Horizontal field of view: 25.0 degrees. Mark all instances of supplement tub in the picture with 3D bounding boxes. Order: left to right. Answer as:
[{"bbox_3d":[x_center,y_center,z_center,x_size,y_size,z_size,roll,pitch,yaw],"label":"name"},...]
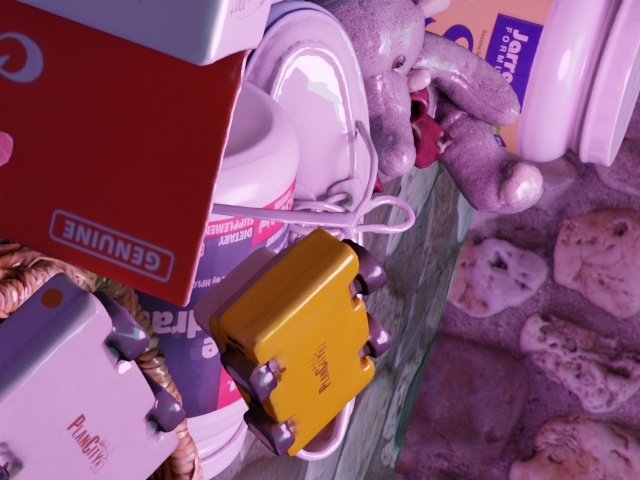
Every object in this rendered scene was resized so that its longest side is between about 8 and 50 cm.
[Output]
[{"bbox_3d":[-0.122,0.025,1.033,0.191,0.191,0.272,-51,154,-54],"label":"supplement tub"},{"bbox_3d":[0.189,-0.224,1.594,0.241,0.331,0.241,18,90,-75],"label":"supplement tub"}]

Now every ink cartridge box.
[{"bbox_3d":[-0.155,-0.119,0.572,0.060,0.275,0.239,-36,144,-68],"label":"ink cartridge box"}]

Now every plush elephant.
[{"bbox_3d":[0.047,-0.138,1.315,0.255,0.271,0.330,58,15,-84],"label":"plush elephant"}]

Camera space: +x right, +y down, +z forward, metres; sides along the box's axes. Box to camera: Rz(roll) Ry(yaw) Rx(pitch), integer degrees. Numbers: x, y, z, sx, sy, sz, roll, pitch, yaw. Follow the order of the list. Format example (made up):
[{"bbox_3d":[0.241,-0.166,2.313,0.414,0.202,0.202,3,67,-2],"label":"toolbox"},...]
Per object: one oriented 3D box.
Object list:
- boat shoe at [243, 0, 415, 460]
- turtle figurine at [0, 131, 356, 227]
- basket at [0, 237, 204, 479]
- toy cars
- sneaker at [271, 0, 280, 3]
[{"bbox_3d":[-0.008,0.002,1.130,0.156,0.135,0.367,-149,-118,-62],"label":"boat shoe"},{"bbox_3d":[-0.109,-0.095,0.746,0.266,0.274,0.198,-46,169,-50],"label":"turtle figurine"},{"bbox_3d":[-0.192,0.130,0.755,0.299,0.223,0.213,-48,163,-49],"label":"basket"},{"bbox_3d":[-0.080,0.061,0.766,0.393,0.087,0.176,-11,135,-58],"label":"toy cars"},{"bbox_3d":[-0.052,-0.227,1.126,0.366,0.135,0.150,-37,170,-45],"label":"sneaker"}]
